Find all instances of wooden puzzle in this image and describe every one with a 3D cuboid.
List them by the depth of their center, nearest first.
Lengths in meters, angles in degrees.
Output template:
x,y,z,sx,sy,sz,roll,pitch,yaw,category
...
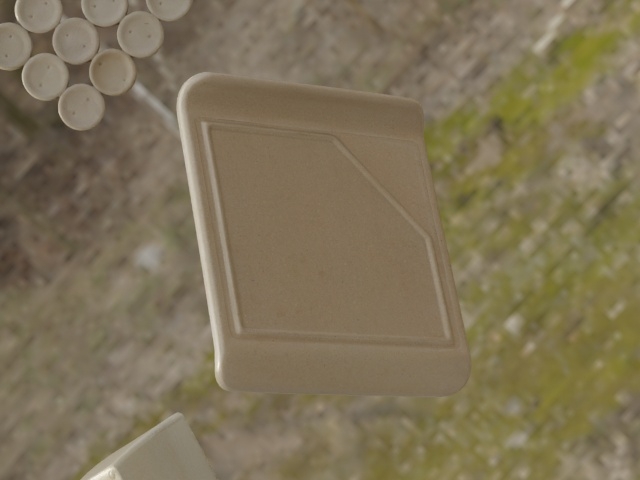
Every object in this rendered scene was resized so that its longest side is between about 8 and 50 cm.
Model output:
x,y,z,sx,sy,sz,roll,pitch,yaw,category
0.000,0.000,1.481,0.044,0.221,0.239,-32,60,52,wooden puzzle

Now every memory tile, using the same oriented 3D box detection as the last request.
x,y,z,sx,sy,sz,roll,pitch,yaw,category
-0.180,-0.170,1.550,0.148,0.113,0.012,-52,6,-3,memory tile

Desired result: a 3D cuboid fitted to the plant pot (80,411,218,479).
x,y,z,sx,sy,sz,roll,pitch,yaw,category
-0.169,0.243,1.878,0.109,0.109,0.096,-34,-8,36,plant pot
